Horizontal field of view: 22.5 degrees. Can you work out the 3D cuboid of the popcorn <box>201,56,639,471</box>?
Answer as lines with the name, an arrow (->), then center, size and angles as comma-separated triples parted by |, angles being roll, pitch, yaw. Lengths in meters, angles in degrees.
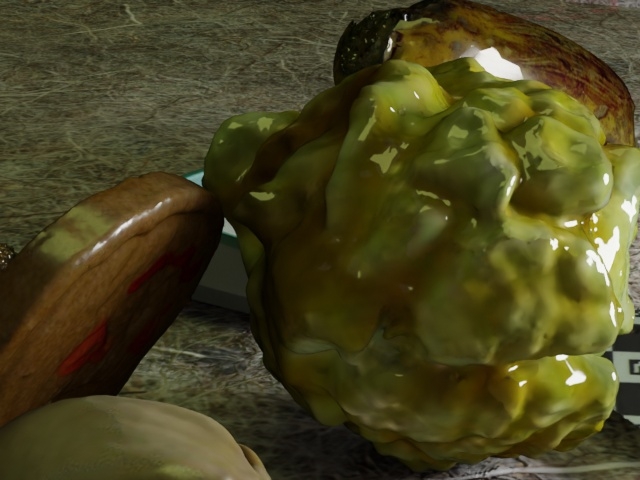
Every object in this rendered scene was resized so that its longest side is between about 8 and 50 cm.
popcorn -> 0.082, 0.012, 1.099 | 0.274, 0.279, 0.335 | -13, 5, -12

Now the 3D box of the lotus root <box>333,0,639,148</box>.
lotus root -> 0.176, -0.131, 1.594 | 0.397, 0.179, 0.196 | 20, -1, -39

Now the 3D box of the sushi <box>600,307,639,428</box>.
sushi -> 0.299, 0.110, 1.176 | 0.231, 0.047, 0.219 | -13, 26, -23

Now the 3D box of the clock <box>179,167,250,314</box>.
clock -> 0.000, 0.000, 1.436 | 0.231, 0.116, 0.262 | 18, 25, 32

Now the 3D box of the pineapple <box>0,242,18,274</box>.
pineapple -> -0.263, 0.032, 1.434 | 0.124, 0.058, 0.058 | 11, 17, -5

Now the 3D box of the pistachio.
pistachio -> -0.108, 0.159, 0.871 | 0.153, 0.137, 0.238 | -48, 31, -21

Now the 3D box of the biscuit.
biscuit -> -0.154, 0.065, 1.010 | 0.049, 0.257, 0.273 | 40, 13, 12
